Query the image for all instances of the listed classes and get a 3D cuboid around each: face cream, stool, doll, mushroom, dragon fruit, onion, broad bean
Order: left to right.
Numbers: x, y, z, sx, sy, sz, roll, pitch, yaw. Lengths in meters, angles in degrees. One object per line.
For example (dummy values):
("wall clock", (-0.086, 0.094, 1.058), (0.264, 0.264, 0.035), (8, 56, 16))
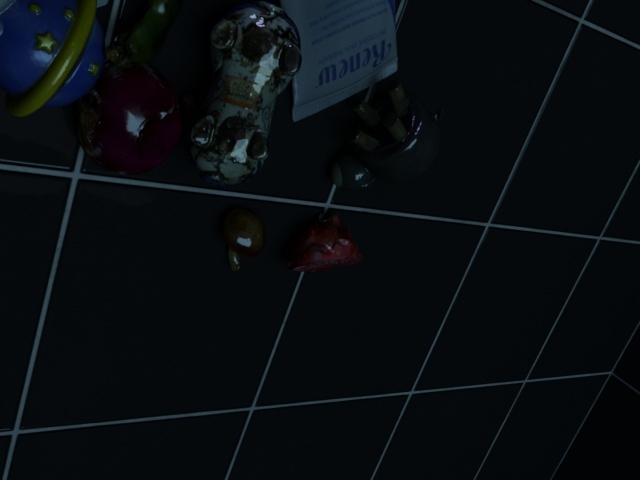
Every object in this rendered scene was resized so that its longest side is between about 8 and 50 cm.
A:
("doll", (-0.372, -0.307, 0.883), (0.242, 0.159, 0.311), (25, 82, -31))
("onion", (-0.252, -0.178, 1.042), (0.198, 0.135, 0.173), (-15, 131, -33))
("broad bean", (-0.221, -0.365, 0.965), (0.144, 0.049, 0.292), (23, 83, -81))
("mushroom", (-0.137, 0.003, 1.289), (0.088, 0.072, 0.129), (-48, 151, -51))
("dragon fruit", (0.000, 0.000, 1.377), (0.153, 0.153, 0.111), (-1, 75, -36))
("face cream", (0.027, -0.403, 1.140), (0.235, 0.137, 0.420), (-31, 143, -19))
("stool", (0.113, -0.181, 1.294), (0.228, 0.153, 0.139), (-50, 135, 1))

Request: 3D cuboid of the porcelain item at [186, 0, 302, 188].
("porcelain item", (-0.119, -0.221, 1.097), (0.138, 0.186, 0.288), (15, 94, -8))
